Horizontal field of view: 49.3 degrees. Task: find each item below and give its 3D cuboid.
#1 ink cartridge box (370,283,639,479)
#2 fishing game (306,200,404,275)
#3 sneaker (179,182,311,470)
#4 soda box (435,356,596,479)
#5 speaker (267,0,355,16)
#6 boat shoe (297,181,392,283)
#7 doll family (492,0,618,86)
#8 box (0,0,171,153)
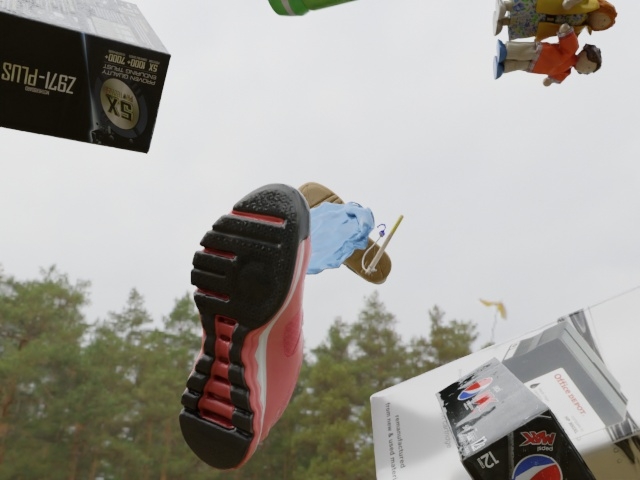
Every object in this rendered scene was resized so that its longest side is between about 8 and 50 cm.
[{"bbox_3d":[0.290,0.222,0.695,0.394,0.166,0.285,-27,-58,18],"label":"ink cartridge box"},{"bbox_3d":[0.000,0.000,1.116,0.264,0.189,0.041,0,-51,30],"label":"fishing game"},{"bbox_3d":[-0.069,0.087,0.770,0.115,0.314,0.136,18,12,23],"label":"sneaker"},{"bbox_3d":[0.120,0.126,0.458,0.060,0.053,0.169,-32,-2,4],"label":"soda box"},{"bbox_3d":[0.062,-0.431,1.066,0.296,0.131,0.131,-8,-28,18],"label":"speaker"},{"bbox_3d":[0.042,-0.006,1.505,0.098,0.277,0.096,-37,-17,-10],"label":"boat shoe"},{"bbox_3d":[0.307,-0.315,0.856,0.163,0.118,0.263,0,-33,3],"label":"doll family"},{"bbox_3d":[-0.206,-0.144,0.526,0.147,0.180,0.078,8,-65,-27],"label":"box"}]
